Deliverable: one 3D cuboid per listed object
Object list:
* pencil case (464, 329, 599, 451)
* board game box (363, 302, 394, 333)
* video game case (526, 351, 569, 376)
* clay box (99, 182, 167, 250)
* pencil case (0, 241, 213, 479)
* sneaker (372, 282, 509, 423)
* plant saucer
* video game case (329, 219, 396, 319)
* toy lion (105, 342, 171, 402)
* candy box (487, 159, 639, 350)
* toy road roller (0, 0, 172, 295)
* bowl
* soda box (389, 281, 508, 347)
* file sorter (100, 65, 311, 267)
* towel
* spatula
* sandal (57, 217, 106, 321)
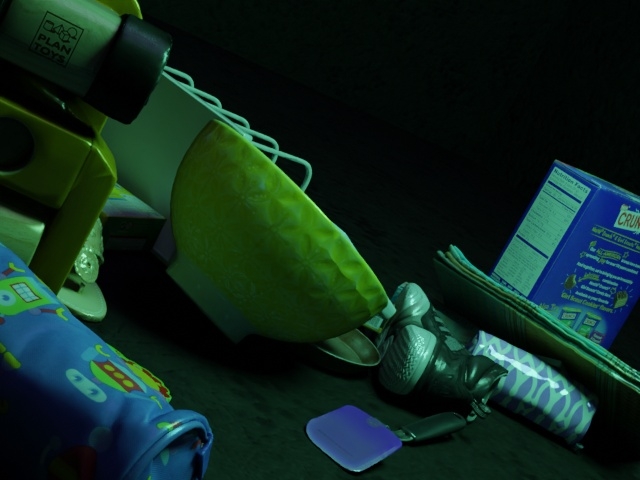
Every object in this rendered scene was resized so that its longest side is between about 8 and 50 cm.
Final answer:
[{"bbox_3d":[0.284,0.203,1.674,0.206,0.086,0.088,31,-21,0],"label":"pencil case"},{"bbox_3d":[0.007,0.062,1.633,0.170,0.048,0.141,28,0,-7],"label":"board game box"},{"bbox_3d":[0.325,0.200,1.744,0.087,0.011,0.122,12,-30,38],"label":"video game case"},{"bbox_3d":[-0.311,-0.064,1.487,0.222,0.053,0.127,33,13,23],"label":"clay box"},{"bbox_3d":[-0.209,0.102,0.905,0.306,0.119,0.133,35,38,25],"label":"pencil case"},{"bbox_3d":[0.153,0.152,1.565,0.153,0.101,0.268,31,16,-8],"label":"sneaker"},{"bbox_3d":[-0.005,0.118,1.500,0.168,0.029,0.168,28,13,-7],"label":"plant saucer"},{"bbox_3d":[0.000,0.000,1.473,0.190,0.022,0.173,41,-10,42],"label":"video game case"},{"bbox_3d":[-0.185,0.120,1.106,0.100,0.034,0.096,39,9,39],"label":"toy lion"},{"bbox_3d":[0.420,0.053,2.011,0.268,0.317,0.122,17,17,-43],"label":"candy box"},{"bbox_3d":[-0.291,-0.123,1.152,0.202,0.329,0.240,26,9,-18],"label":"toy road roller"},{"bbox_3d":[-0.077,0.023,1.349,0.289,0.156,0.289,45,-8,8],"label":"bowl"},{"bbox_3d":[0.182,0.134,1.773,0.183,0.058,0.063,31,13,11],"label":"soda box"},{"bbox_3d":[-0.182,-0.103,1.614,0.277,0.193,0.173,38,13,33],"label":"file sorter"},{"bbox_3d":[0.329,0.163,1.761,0.370,0.040,0.271,35,-15,23],"label":"towel"},{"bbox_3d":[0.087,0.209,1.335,0.084,0.030,0.296,34,14,29],"label":"spatula"},{"bbox_3d":[-0.272,-0.008,1.292,0.088,0.079,0.240,20,15,-33],"label":"sandal"}]
